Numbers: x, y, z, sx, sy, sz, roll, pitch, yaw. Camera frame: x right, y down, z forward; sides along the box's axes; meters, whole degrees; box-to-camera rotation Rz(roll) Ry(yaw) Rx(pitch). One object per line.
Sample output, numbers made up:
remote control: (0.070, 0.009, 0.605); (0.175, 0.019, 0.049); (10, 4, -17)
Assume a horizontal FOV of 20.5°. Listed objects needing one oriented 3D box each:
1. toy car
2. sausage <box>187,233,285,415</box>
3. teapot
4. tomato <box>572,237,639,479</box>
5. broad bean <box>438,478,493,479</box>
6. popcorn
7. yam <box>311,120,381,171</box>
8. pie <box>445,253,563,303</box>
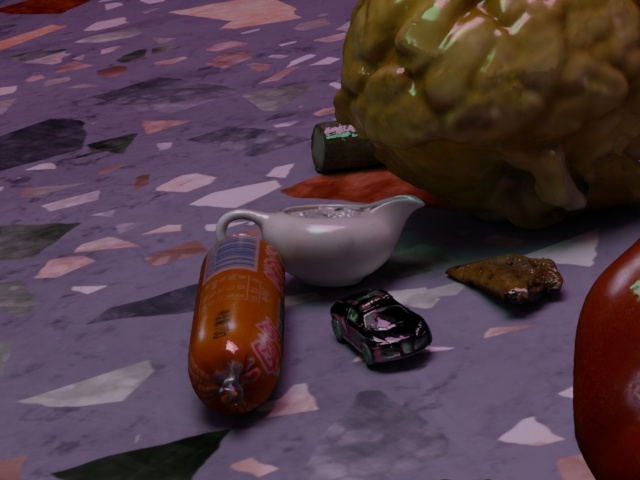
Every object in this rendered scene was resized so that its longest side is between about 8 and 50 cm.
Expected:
toy car: (0.058, 0.080, 1.731); (0.069, 0.055, 0.142); (-18, 19, -15)
sausage: (-0.080, 0.087, 1.720); (0.093, 0.093, 0.312); (-9, 19, 2)
teapot: (0.000, 0.000, 1.908); (0.226, 0.092, 0.145); (-2, 8, -2)
tomato: (0.332, 0.105, 1.257); (0.298, 0.299, 0.226); (1, -18, 28)
broad bean: (0.090, 0.217, 1.294); (0.153, 0.072, 0.207); (-3, 18, -1)
popcorn: (0.215, -0.199, 1.993); (0.390, 0.354, 0.344); (31, 4, -24)
yam: (0.056, -0.130, 2.316); (0.146, 0.070, 0.070); (-9, 19, 7)
pie: (0.197, 0.037, 1.823); (0.092, 0.034, 0.170); (-15, 14, -12)
